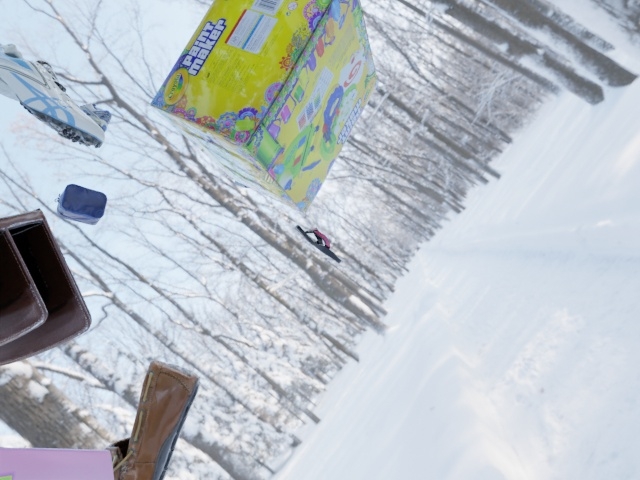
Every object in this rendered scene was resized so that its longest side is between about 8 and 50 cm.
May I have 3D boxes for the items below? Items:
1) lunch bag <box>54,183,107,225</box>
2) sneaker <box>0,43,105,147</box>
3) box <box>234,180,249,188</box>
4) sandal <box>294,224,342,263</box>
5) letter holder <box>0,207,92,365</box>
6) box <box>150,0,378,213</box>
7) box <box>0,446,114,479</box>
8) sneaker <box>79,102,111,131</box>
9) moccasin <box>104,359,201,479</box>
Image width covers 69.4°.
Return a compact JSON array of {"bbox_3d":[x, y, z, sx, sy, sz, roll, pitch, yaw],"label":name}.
[{"bbox_3d":[-0.523,-0.076,1.006,0.065,0.098,0.067,-27,51,49],"label":"lunch bag"},{"bbox_3d":[-0.426,-0.228,0.718,0.086,0.237,0.085,-54,-7,-11],"label":"sneaker"},{"bbox_3d":[-0.107,-0.196,1.069,0.093,0.156,0.158,23,108,62],"label":"box"},{"bbox_3d":[0.000,0.000,1.177,0.040,0.067,0.179,-50,-51,5],"label":"sandal"},{"bbox_3d":[-0.536,0.112,0.684,0.302,0.214,0.152,-19,10,14],"label":"letter holder"},{"bbox_3d":[-0.062,-0.240,0.749,0.290,0.177,0.279,-61,-20,-8],"label":"box"},{"bbox_3d":[-0.323,0.257,0.341,0.243,0.117,0.213,-29,-32,10],"label":"box"},{"bbox_3d":[-0.525,-0.279,1.037,0.052,0.135,0.058,79,-149,-61],"label":"sneaker"},{"bbox_3d":[-0.378,0.437,0.938,0.139,0.147,0.380,149,142,-81],"label":"moccasin"}]
